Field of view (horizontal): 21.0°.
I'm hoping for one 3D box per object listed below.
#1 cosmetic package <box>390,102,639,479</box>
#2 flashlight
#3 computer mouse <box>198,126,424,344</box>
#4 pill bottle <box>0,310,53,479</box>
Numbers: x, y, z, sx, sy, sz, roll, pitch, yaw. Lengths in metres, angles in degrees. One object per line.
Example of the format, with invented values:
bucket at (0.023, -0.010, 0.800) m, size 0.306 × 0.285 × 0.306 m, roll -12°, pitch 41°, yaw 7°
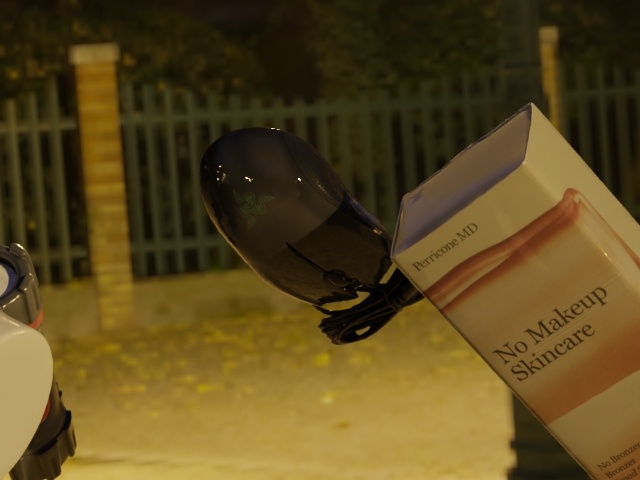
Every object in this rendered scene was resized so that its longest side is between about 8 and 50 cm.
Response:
cosmetic package at (0.212, 0.052, 1.462) m, size 0.153 × 0.296 × 0.129 m, roll -38°, pitch 15°, yaw 24°
flashlight at (-0.310, 0.134, 1.724) m, size 0.103 × 0.304 × 0.103 m, roll -16°, pitch 47°, yaw -12°
computer mouse at (0.000, 0.000, 1.610) m, size 0.188 × 0.272 × 0.072 m, roll -37°, pitch 31°, yaw 26°
pill bottle at (-0.214, 0.043, 0.768) m, size 0.180 × 0.108 × 0.108 m, roll 23°, pitch 14°, yaw 21°
